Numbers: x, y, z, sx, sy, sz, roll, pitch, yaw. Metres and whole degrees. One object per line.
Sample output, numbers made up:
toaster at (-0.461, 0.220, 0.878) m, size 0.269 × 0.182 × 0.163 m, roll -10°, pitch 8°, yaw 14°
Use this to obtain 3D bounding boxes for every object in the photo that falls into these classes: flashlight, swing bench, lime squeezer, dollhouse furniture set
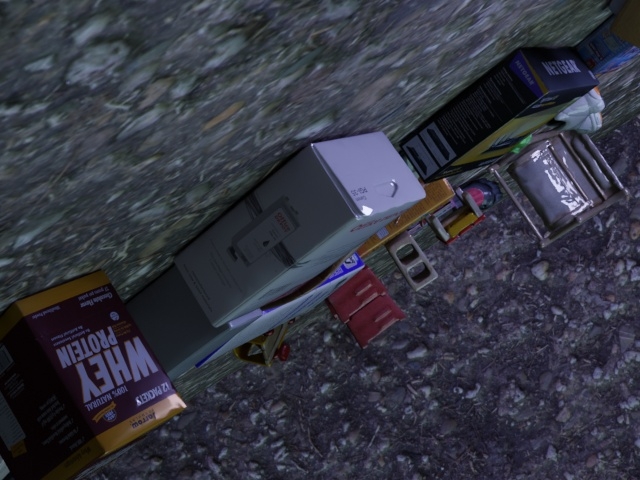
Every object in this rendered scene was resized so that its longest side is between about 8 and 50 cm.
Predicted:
flashlight at (0.377, -0.096, 2.475) m, size 0.103 × 0.103 × 0.304 m, roll -33°, pitch 173°, yaw 37°
swing bench at (0.618, -0.156, 2.499) m, size 0.255 × 0.253 × 0.165 m, roll -25°, pitch 169°, yaw -40°
lime squeezer at (0.419, -0.234, 2.043) m, size 0.109 × 0.059 × 0.310 m, roll -64°, pitch 179°, yaw -15°
dollhouse furniture set at (0.169, 0.040, 2.062) m, size 0.374 × 0.152 × 0.201 m, roll -36°, pitch -158°, yaw -2°

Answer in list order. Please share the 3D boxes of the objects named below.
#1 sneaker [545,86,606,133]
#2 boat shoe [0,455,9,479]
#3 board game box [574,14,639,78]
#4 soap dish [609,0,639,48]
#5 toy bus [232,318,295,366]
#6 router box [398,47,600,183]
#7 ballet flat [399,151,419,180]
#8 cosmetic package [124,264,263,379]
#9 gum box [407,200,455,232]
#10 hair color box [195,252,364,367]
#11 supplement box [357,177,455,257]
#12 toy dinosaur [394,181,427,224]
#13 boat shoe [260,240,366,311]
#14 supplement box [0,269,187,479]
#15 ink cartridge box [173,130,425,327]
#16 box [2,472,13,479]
sneaker at (0.538, -0.278, 2.088) m, size 0.121 × 0.099 × 0.262 m, roll -26°, pitch 166°, yaw 9°
boat shoe at (-0.528, 0.327, 1.531) m, size 0.116 × 0.097 × 0.324 m, roll -51°, pitch -178°, yaw -27°
board game box at (0.505, -0.336, 1.667) m, size 0.194 × 0.060 × 0.194 m, roll -37°, pitch 171°, yaw 37°
soap dish at (0.570, -0.391, 1.376) m, size 0.291 × 0.118 × 0.229 m, roll -32°, pitch 172°, yaw 2°
toy bus at (-0.126, 0.174, 2.132) m, size 0.105 × 0.190 × 0.202 m, roll 10°, pitch -175°, yaw 17°
router box at (0.296, -0.206, 1.560) m, size 0.243 × 0.081 × 0.309 m, roll -38°, pitch 171°, yaw 31°
ballet flat at (0.129, -0.091, 1.651) m, size 0.072 × 0.068 × 0.213 m, roll -27°, pitch 170°, yaw -38°
cosmetic package at (-0.216, 0.125, 1.418) m, size 0.238 × 0.127 × 0.107 m, roll -34°, pitch 172°, yaw 24°
gum box at (0.210, -0.056, 2.202) m, size 0.188 × 0.062 × 0.107 m, roll -34°, pitch 172°, yaw 10°
hair color box at (-0.094, 0.099, 1.800) m, size 0.339 × 0.110 × 0.185 m, roll -22°, pitch 165°, yaw -47°
supplement box at (0.155, -0.056, 1.939) m, size 0.233 × 0.080 × 0.078 m, roll -35°, pitch 174°, yaw 4°
toy dinosaur at (0.165, -0.086, 1.844) m, size 0.212 × 0.064 × 0.112 m, roll -25°, pitch 168°, yaw -47°
boat shoe at (0.000, 0.000, 1.540) m, size 0.342 × 0.123 × 0.123 m, roll -39°, pitch 171°, yaw -1°
supplement box at (-0.298, 0.175, 1.139) m, size 0.191 × 0.194 × 0.129 m, roll -39°, pitch 170°, yaw 39°
ink cartridge box at (-0.026, -0.019, 1.305) m, size 0.283 × 0.117 × 0.207 m, roll -37°, pitch 171°, yaw 31°
box at (-0.522, 0.366, 1.791) m, size 0.158 × 0.093 × 0.156 m, roll -37°, pitch 171°, yaw 32°
